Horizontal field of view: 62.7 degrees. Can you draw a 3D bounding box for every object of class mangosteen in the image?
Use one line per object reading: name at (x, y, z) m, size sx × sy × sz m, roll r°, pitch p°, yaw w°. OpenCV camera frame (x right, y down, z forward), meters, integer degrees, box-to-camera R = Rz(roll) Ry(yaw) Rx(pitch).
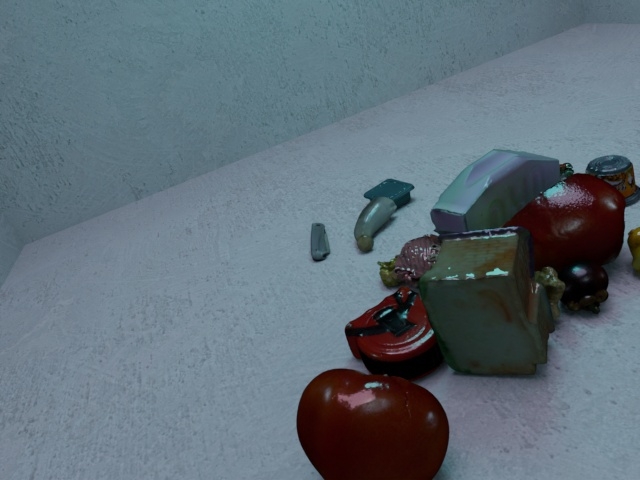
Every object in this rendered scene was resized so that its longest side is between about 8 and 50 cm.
mangosteen at (0.653, 0.120, 1.307) m, size 0.140 × 0.140 × 0.140 m, roll -15°, pitch 27°, yaw 8°

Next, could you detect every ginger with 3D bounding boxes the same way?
ginger at (0.558, 0.120, 1.333) m, size 0.059 × 0.132 × 0.214 m, roll -6°, pitch 19°, yaw -3°

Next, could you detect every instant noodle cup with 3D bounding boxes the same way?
instant noodle cup at (0.932, -0.197, 1.693) m, size 0.178 × 0.125 × 0.208 m, roll -7°, pitch 30°, yaw 23°
instant noodle cup at (0.282, -0.181, 2.148) m, size 0.157 × 0.070 × 0.179 m, roll -31°, pitch 30°, yaw -19°

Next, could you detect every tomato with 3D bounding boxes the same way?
tomato at (0.095, 0.383, 1.032) m, size 0.299 × 0.299 × 0.226 m, roll -1°, pitch 65°, yaw 32°

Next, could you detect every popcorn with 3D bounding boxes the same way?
popcorn at (0.231, 0.097, 1.654) m, size 0.097 × 0.089 × 0.109 m, roll -38°, pitch 26°, yaw -6°

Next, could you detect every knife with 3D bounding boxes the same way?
knife at (-0.003, 0.000, 2.035) m, size 0.073 × 0.040 × 0.265 m, roll -7°, pitch 27°, yaw 0°

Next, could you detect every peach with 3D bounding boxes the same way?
peach at (0.648, -0.042, 1.449) m, size 0.339 × 0.280 × 0.281 m, roll 0°, pitch 33°, yaw 32°

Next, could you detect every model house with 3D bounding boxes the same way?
model house at (0.405, 0.119, 1.247) m, size 0.245 × 0.312 × 0.280 m, roll -10°, pitch 29°, yaw 30°

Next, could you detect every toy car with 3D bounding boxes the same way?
toy car at (0.850, -0.253, 1.928) m, size 0.143 × 0.054 × 0.073 m, roll -9°, pitch 30°, yaw 22°

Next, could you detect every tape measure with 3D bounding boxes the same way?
tape measure at (0.210, 0.243, 1.359) m, size 0.253 × 0.113 × 0.260 m, roll -30°, pitch 29°, yaw -19°

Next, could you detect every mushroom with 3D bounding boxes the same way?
mushroom at (0.187, -0.059, 1.966) m, size 0.118 × 0.103 × 0.270 m, roll -4°, pitch 41°, yaw 39°

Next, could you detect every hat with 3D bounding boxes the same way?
hat at (0.343, 0.052, 1.613) m, size 0.237 × 0.107 × 0.286 m, roll 15°, pitch 28°, yaw 1°

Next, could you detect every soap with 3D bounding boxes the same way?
soap at (0.559, -0.130, 1.664) m, size 0.446 × 0.261 × 0.156 m, roll -30°, pitch 32°, yaw -22°

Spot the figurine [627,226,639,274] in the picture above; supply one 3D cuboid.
figurine at (0.874, 0.047, 1.300) m, size 0.156 × 0.131 × 0.246 m, roll -53°, pitch 38°, yaw 21°
